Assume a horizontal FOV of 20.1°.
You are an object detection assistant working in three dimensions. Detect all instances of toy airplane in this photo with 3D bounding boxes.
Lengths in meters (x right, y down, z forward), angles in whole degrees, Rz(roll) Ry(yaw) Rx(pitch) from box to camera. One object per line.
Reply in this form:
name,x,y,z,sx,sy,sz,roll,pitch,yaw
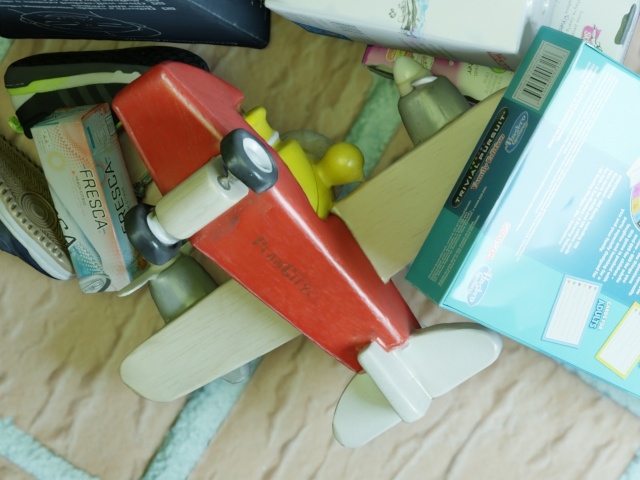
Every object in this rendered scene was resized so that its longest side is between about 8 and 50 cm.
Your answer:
toy airplane,0.000,0.000,1.698,0.386,0.272,0.384,3,124,-1

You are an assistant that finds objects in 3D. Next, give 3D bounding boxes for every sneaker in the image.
sneaker,-0.374,-0.038,1.842,0.282,0.099,0.153,46,115,-5
sneaker,-0.211,-0.140,1.817,0.235,0.084,0.097,2,110,26

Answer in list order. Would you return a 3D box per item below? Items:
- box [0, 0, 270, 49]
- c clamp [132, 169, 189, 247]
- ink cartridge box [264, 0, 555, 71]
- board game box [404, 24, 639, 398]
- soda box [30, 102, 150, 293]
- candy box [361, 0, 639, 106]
box,-0.226,-0.307,1.657,0.294,0.395,0.211,3,89,12
c clamp,-0.140,-0.075,1.829,0.137,0.022,0.160,38,95,8
ink cartridge box,0.095,-0.258,1.628,0.233,0.171,0.168,13,91,12
board game box,0.277,-0.003,1.609,0.336,0.079,0.253,26,96,-28
soda box,-0.224,-0.042,1.786,0.063,0.058,0.183,-5,112,26
candy box,0.177,-0.202,1.733,0.233,0.071,0.159,20,93,13
